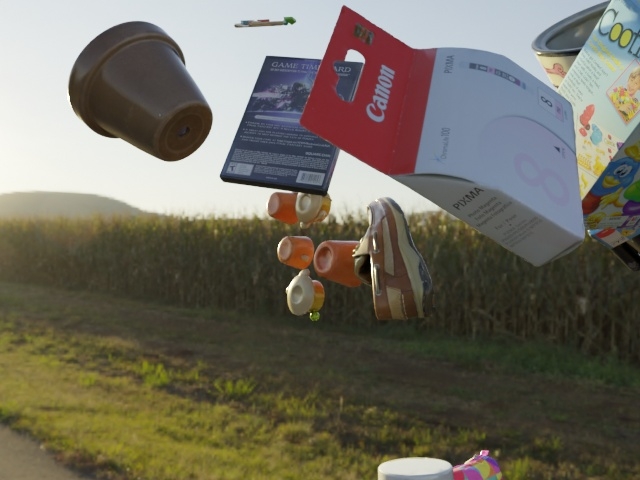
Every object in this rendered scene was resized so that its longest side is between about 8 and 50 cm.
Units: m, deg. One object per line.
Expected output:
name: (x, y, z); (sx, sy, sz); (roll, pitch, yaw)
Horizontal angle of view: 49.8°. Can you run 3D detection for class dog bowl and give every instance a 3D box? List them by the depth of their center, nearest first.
dog bowl: (0.743, -0.482, 1.701); (0.408, 0.150, 0.408); (-20, 22, 9)

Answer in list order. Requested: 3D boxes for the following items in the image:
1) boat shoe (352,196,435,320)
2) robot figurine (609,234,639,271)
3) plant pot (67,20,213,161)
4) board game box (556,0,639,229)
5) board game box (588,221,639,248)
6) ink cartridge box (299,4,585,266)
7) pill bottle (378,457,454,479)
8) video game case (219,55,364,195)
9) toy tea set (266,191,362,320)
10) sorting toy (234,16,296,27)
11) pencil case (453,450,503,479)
boat shoe: (0.117, 0.028, 1.279); (0.120, 0.122, 0.324); (-16, 33, 1)
robot figurine: (0.726, -0.041, 1.447); (0.278, 0.209, 0.173); (44, -5, 6)
plant pot: (-0.347, -0.285, 1.435); (0.229, 0.263, 0.263); (42, 17, 23)
board game box: (0.398, -0.157, 0.891); (0.142, 0.144, 0.275); (-3, -40, -23)
board game box: (0.609, -0.190, 1.297); (0.086, 0.301, 0.308); (23, -45, -40)
ink cartridge box: (0.113, -0.106, 0.577); (0.232, 0.189, 0.066); (32, -45, -17)
pill bottle: (0.173, 0.548, 1.181); (0.177, 0.318, 0.176); (-3, -5, 0)
video game case: (-0.047, -0.212, 1.230); (0.196, 0.274, 0.026); (9, -25, 18)
toy tea set: (0.000, 0.000, 1.487); (0.124, 0.335, 0.200); (12, -42, -38)
sorting toy: (-0.080, -0.326, 1.030); (0.083, 0.012, 0.062); (-12, 20, -26)
pencil case: (0.315, 0.571, 1.596); (0.237, 0.104, 0.104); (-10, 6, -35)
